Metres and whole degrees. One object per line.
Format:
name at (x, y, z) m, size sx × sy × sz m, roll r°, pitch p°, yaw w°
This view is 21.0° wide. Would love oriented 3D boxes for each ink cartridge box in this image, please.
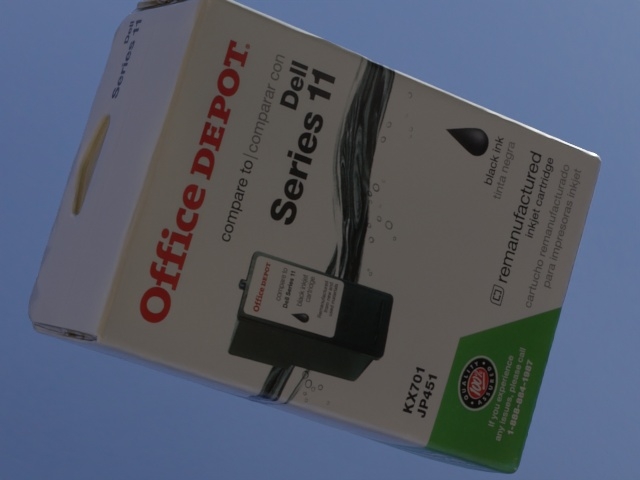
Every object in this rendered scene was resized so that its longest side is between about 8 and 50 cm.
ink cartridge box at (0.000, 0.000, 0.745) m, size 0.208 × 0.087 × 0.153 m, roll 19°, pitch -97°, yaw -26°
